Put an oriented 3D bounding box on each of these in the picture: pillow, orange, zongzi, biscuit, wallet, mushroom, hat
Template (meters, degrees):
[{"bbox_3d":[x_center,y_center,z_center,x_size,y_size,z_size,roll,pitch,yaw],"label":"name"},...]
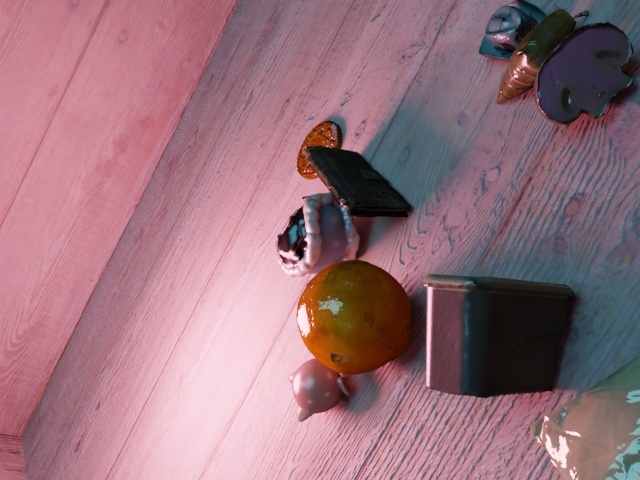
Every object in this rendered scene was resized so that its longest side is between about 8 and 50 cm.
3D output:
[{"bbox_3d":[0.449,0.298,0.813,0.274,0.076,0.280,-45,40,23],"label":"pillow"},{"bbox_3d":[0.068,0.156,1.261,0.240,0.240,0.240,-30,48,40],"label":"orange"},{"bbox_3d":[0.443,-0.382,1.258,0.189,0.081,0.178,-52,-3,-16],"label":"zongzi"},{"bbox_3d":[-0.009,-0.268,1.795,0.188,0.027,0.187,-30,49,41],"label":"biscuit"},{"bbox_3d":[0.080,-0.148,1.488,0.317,0.169,0.044,-124,41,-51],"label":"wallet"},{"bbox_3d":[0.472,-0.301,1.114,0.188,0.141,0.117,-50,3,17],"label":"mushroom"},{"bbox_3d":[0.406,-0.460,1.320,0.138,0.078,0.191,-58,36,10],"label":"hat"}]

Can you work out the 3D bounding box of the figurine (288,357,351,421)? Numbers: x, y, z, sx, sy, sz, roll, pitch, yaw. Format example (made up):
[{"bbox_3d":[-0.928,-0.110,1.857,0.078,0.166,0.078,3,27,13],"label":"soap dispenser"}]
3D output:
[{"bbox_3d":[-0.005,0.326,1.365,0.138,0.125,0.125,-34,44,16],"label":"figurine"}]

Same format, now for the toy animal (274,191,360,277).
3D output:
[{"bbox_3d":[0.000,0.000,1.485,0.208,0.204,0.156,-51,56,41],"label":"toy animal"}]

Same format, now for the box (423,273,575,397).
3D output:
[{"bbox_3d":[0.282,0.150,0.979,0.138,0.274,0.178,-1,83,53],"label":"box"}]
